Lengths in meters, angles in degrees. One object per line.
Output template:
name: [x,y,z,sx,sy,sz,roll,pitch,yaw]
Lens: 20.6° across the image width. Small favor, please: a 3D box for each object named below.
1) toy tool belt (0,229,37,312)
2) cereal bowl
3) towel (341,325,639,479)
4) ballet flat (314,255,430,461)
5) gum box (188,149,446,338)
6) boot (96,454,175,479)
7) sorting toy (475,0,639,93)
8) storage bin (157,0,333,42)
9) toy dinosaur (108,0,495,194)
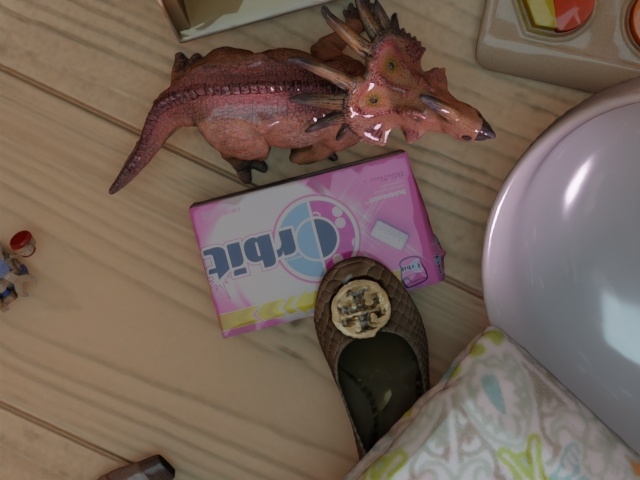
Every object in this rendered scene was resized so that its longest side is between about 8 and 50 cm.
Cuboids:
toy tool belt: [-0.256,0.030,1.418,0.083,0.052,0.051,-29,126,5]
cereal bowl: [0.301,0.018,1.339,0.339,0.141,0.339,11,120,19]
towel: [0.120,0.305,1.332,0.320,0.090,0.374,43,89,-4]
ballet flat: [0.051,0.131,1.384,0.084,0.058,0.250,-11,113,1]
gum box: [0.000,0.000,1.404,0.188,0.062,0.107,-15,96,1]
boot: [-0.136,0.233,1.438,0.087,0.042,0.118,-39,93,9]
sorting toy: [0.237,-0.220,1.401,0.193,0.038,0.208,12,95,-2]
storage bin: [-0.008,-0.266,1.281,0.262,0.260,0.123,-15,81,1]
toy dinosaur: [-0.031,-0.108,1.327,0.296,0.200,0.127,-12,95,1]
